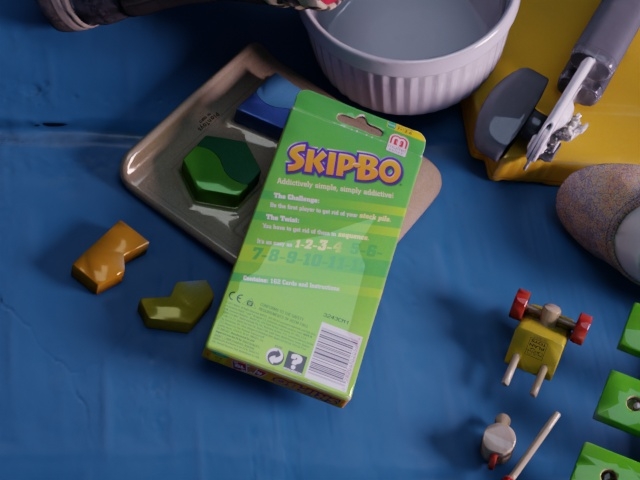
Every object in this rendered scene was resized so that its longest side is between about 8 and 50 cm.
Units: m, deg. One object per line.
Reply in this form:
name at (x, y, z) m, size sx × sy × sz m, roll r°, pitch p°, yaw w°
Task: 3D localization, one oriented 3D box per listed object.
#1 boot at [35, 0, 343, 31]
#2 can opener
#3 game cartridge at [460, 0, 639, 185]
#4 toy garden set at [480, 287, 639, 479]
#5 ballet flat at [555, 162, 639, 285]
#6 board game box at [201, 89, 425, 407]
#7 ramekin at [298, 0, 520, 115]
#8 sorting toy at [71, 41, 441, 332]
boot at (-0.076, -0.344, 1.172) m, size 0.284 × 0.138 × 0.377 m, roll 5°, pitch 55°, yaw 26°
can opener at (0.244, -0.174, 1.219) m, size 0.093 × 0.074 × 0.280 m, roll 34°, pitch 57°, yaw 9°
game cartridge at (0.290, -0.179, 1.308) m, size 0.323 × 0.053 × 0.285 m, roll 2°, pitch 59°, yaw -12°
toy garden set at (0.225, 0.165, 1.064) m, size 0.203 × 0.049 × 0.244 m, roll 21°, pitch 65°, yaw 12°
ballet flat at (0.358, 0.021, 1.142) m, size 0.315 × 0.108 × 0.106 m, roll 23°, pitch 20°, yaw 7°
board game box at (0.000, 0.000, 1.078) m, size 0.124 × 0.039 × 0.260 m, roll 21°, pitch 65°, yaw -5°
ramekin at (0.082, -0.215, 1.204) m, size 0.207 × 0.109 × 0.207 m, roll -2°, pitch 61°, yaw 3°
sorting toy at (-0.056, -0.032, 1.116) m, size 0.229 × 0.041 × 0.307 m, roll 37°, pitch 56°, yaw 8°
